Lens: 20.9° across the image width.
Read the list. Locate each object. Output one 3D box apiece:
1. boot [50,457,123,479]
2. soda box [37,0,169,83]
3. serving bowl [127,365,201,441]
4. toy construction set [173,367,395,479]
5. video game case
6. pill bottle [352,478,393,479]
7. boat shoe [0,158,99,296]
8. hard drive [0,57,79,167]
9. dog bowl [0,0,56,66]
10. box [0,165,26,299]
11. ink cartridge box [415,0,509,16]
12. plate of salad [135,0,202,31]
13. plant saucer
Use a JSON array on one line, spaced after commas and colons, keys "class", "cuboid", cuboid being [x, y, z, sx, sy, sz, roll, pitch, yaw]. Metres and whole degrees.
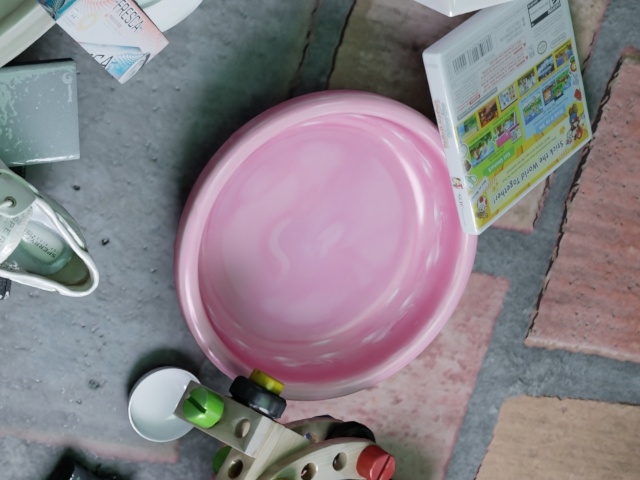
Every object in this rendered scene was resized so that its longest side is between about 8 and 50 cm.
[{"class": "boot", "cuboid": [-0.249, 0.289, 1.805, 0.099, 0.045, 0.121, 34, 93, -34]}, {"class": "soda box", "cuboid": [-0.195, -0.201, 1.515, 0.063, 0.058, 0.183, -41, 163, 1]}, {"class": "serving bowl", "cuboid": [-0.164, 0.166, 1.803, 0.083, 0.027, 0.083, -9, 114, -22]}, {"class": "toy construction set", "cuboid": [-0.062, 0.273, 1.687, 0.257, 0.309, 0.237, -39, 134, 8]}, {"class": "video game case", "cuboid": [0.198, -0.148, 1.797, 0.227, 0.026, 0.206, -38, 124, -38]}, {"class": "pill bottle", "cuboid": [0.032, 0.371, 1.919, 0.123, 0.123, 0.219, 35, 93, -31]}, {"class": "boat shoe", "cuboid": [-0.292, -0.024, 1.528, 0.098, 0.096, 0.277, -55, 139, 4]}, {"class": "hard drive", "cuboid": [-0.287, -0.113, 1.570, 0.135, 0.022, 0.094, -8, 112, -22]}, {"class": "dog bowl", "cuboid": [-0.317, -0.291, 1.378, 0.408, 0.150, 0.408, -39, 163, -14]}, {"class": "box", "cuboid": [-0.408, -0.058, 1.584, 0.270, 0.060, 0.216, 3, 109, -26]}, {"class": "ink cartridge box", "cuboid": [0.165, -0.310, 1.666, 0.353, 0.207, 0.119, -15, 114, -18]}, {"class": "plate of salad", "cuboid": [-0.187, -0.284, 1.607, 0.199, 0.048, 0.200, -5, 112, -12]}, {"class": "plant saucer", "cuboid": [0.000, 0.000, 1.783, 0.332, 0.084, 0.332, -9, 114, -22]}]
